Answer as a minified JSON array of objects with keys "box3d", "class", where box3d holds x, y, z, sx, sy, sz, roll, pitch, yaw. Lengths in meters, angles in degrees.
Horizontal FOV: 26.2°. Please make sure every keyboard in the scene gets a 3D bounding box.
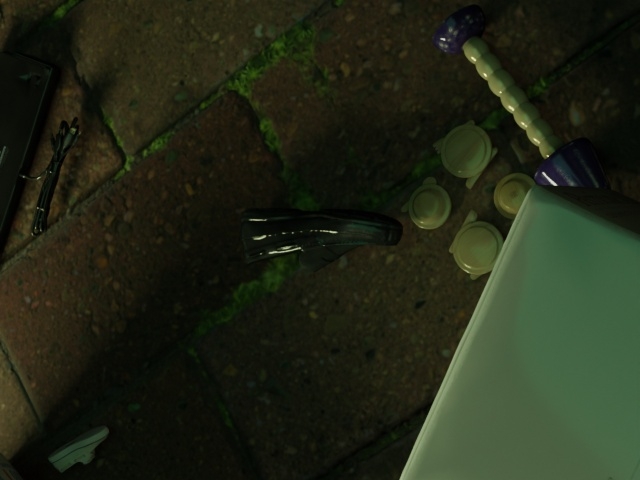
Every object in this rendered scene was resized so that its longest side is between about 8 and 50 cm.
[{"box3d":[-0.427,-0.098,1.918,0.201,0.033,0.317,23,98,32],"class":"keyboard"}]

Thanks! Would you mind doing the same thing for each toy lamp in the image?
[{"box3d":[0.232,-0.147,1.575,0.080,0.080,0.275,-43,70,17],"class":"toy lamp"}]

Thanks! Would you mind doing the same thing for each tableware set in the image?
[{"box3d":[0.180,-0.048,1.626,0.169,0.020,0.141,45,104,23],"class":"tableware set"}]

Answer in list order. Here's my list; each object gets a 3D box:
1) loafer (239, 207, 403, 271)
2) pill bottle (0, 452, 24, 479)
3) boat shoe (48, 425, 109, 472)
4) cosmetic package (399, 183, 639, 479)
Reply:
[{"box3d":[0.000,0.000,1.683,0.223,0.076,0.078,1,92,31],"class":"loafer"},{"box3d":[-0.391,0.480,1.753,0.408,0.229,0.229,46,106,21],"class":"pill bottle"},{"box3d":[-0.318,0.282,1.842,0.100,0.035,0.035,-31,101,17],"class":"boat shoe"},{"box3d":[0.352,0.172,1.320,0.393,0.329,0.327,27,102,22],"class":"cosmetic package"}]
